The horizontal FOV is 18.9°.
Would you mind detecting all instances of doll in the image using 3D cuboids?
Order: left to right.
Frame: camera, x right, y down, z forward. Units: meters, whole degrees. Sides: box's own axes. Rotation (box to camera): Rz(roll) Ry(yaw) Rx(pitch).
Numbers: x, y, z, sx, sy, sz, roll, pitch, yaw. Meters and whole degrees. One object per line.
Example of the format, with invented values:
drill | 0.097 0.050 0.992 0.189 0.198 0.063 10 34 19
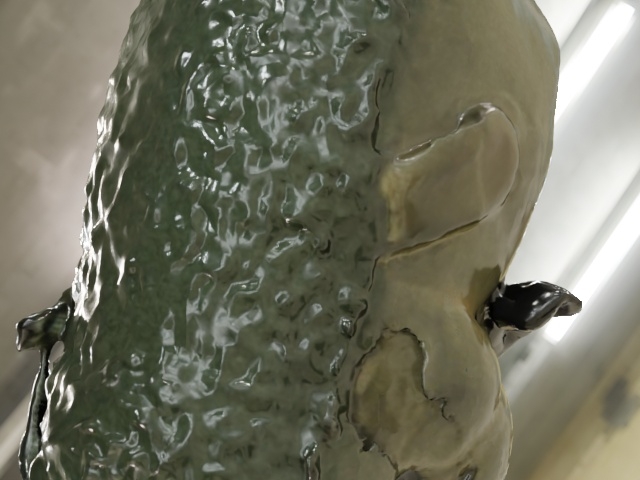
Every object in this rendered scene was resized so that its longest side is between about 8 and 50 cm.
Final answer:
doll | 0.000 0.000 0.894 0.247 0.247 0.350 62 -133 -65
